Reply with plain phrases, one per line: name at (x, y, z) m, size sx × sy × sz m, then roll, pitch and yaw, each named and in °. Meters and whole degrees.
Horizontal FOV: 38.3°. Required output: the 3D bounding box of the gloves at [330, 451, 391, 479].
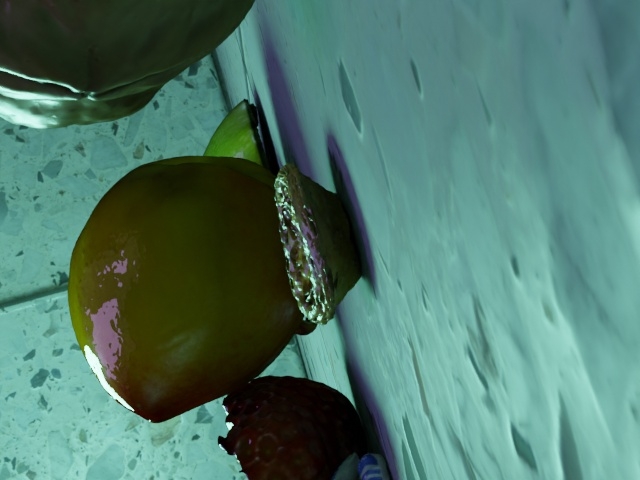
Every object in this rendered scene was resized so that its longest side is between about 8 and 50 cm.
gloves at (0.050, 0.299, 0.895) m, size 0.229 × 0.097 × 0.119 m, roll -99°, pitch 30°, yaw -58°

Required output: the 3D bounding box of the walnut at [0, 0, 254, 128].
walnut at (-0.162, -0.217, 0.576) m, size 0.252 × 0.277 × 0.313 m, roll 21°, pitch -133°, yaw -46°

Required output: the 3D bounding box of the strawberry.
strawberry at (-0.018, 0.244, 1.070) m, size 0.253 × 0.150 × 0.280 m, roll -119°, pitch 7°, yaw -45°

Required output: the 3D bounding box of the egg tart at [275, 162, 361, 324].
egg tart at (0.000, 0.000, 0.693) m, size 0.129 × 0.049 × 0.129 m, roll 167°, pitch 90°, yaw -80°

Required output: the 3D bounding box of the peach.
peach at (-0.157, 0.051, 1.106) m, size 0.289 × 0.289 × 0.308 m, roll -124°, pitch 45°, yaw -76°

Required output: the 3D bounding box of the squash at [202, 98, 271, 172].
squash at (-0.099, -0.093, 1.489) m, size 0.309 × 0.210 × 0.234 m, roll -54°, pitch 44°, yaw 47°

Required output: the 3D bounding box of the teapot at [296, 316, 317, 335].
teapot at (-0.088, 0.033, 1.346) m, size 0.252 × 0.178 × 0.135 m, roll 47°, pitch -144°, yaw -10°
